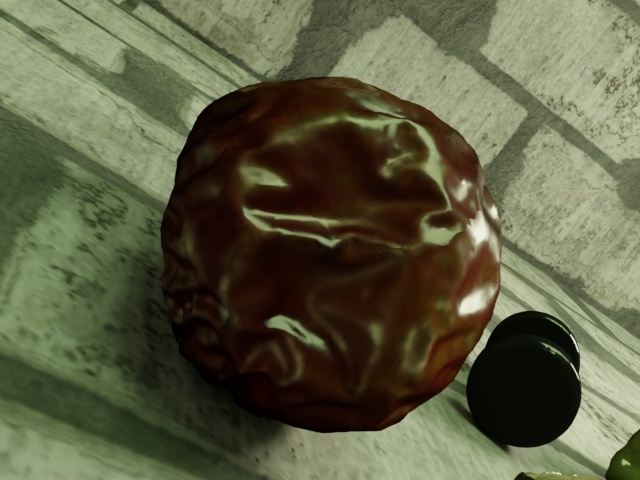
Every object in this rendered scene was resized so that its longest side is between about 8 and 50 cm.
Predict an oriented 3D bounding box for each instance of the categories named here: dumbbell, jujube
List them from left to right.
[{"bbox_3d":[0.000,0.000,0.562,0.216,0.216,0.342,34,1,-9],"label":"jujube"},{"bbox_3d":[0.201,0.128,0.803,0.100,0.100,0.191,38,13,11],"label":"dumbbell"}]

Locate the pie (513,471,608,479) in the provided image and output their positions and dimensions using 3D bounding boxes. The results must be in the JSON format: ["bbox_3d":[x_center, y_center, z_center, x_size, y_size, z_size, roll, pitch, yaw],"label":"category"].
[{"bbox_3d":[0.282,0.214,0.537,0.337,0.075,0.337,12,-12,3],"label":"pie"}]

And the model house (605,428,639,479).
[{"bbox_3d":[0.436,0.267,0.832,0.234,0.175,0.193,38,7,-44],"label":"model house"}]
